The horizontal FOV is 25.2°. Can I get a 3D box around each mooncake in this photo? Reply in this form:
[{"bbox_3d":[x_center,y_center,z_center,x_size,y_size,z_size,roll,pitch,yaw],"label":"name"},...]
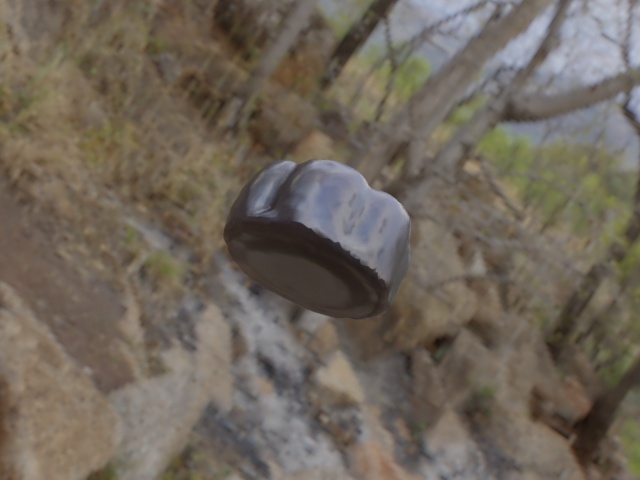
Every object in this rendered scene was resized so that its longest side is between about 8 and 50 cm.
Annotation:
[{"bbox_3d":[0.000,0.000,1.808,0.244,0.133,0.245,20,-30,12],"label":"mooncake"}]
